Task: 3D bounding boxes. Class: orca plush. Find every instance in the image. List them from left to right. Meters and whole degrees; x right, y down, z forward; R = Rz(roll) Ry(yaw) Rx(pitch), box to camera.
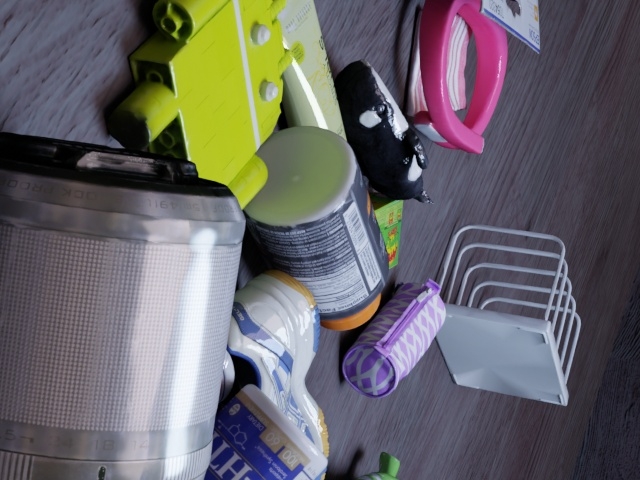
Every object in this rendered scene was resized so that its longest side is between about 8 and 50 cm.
[{"bbox_3d":[0.049,-0.102,1.555,0.102,0.151,0.287,-37,164,-4],"label":"orca plush"}]

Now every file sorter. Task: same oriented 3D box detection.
[{"bbox_3d":[0.302,0.116,2.095,0.278,0.192,0.173,62,41,-56],"label":"file sorter"}]

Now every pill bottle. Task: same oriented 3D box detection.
[{"bbox_3d":[-0.094,0.238,1.250,0.186,0.112,0.112,-45,149,-8],"label":"pill bottle"},{"bbox_3d":[0.000,0.000,1.406,0.246,0.130,0.130,69,39,-53],"label":"pill bottle"}]

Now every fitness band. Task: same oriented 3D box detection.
[{"bbox_3d":[0.194,-0.233,1.789,0.291,0.054,0.209,21,79,-66],"label":"fitness band"}]

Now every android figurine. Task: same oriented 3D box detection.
[{"bbox_3d":[-0.098,-0.136,1.214,0.273,0.056,0.248,-51,145,-45],"label":"android figurine"}]

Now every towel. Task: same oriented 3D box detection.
[{"bbox_3d":[0.169,-0.247,1.822,0.197,0.029,0.144,-18,115,-64],"label":"towel"}]

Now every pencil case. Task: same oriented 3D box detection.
[{"bbox_3d":[0.104,0.129,1.759,0.088,0.086,0.206,-53,177,37],"label":"pencil case"}]

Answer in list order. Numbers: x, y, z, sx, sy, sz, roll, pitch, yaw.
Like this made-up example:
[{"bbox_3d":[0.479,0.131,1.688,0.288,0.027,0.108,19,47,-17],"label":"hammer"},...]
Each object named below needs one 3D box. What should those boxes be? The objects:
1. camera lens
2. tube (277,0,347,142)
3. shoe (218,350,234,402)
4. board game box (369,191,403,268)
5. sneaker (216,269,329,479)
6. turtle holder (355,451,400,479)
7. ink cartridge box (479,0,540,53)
[{"bbox_3d":[-0.175,0.071,0.908,0.219,0.219,0.274,-3,103,-67],"label":"camera lens"},{"bbox_3d":[-0.013,-0.156,1.403,0.070,0.062,0.240,-114,-172,-53],"label":"tube"},{"bbox_3d":[-0.137,0.105,1.222,0.081,0.063,0.178,-56,143,-41],"label":"shoe"},{"bbox_3d":[0.048,0.002,1.629,0.181,0.043,0.092,-26,124,-62],"label":"board game box"},{"bbox_3d":[-0.073,0.176,1.382,0.131,0.112,0.296,-32,129,-39],"label":"sneaker"},{"bbox_3d":[0.119,0.435,1.748,0.227,0.243,0.320,-55,161,-11],"label":"turtle holder"},{"bbox_3d":[0.228,-0.436,1.762,0.324,0.071,0.330,6,84,-68],"label":"ink cartridge box"}]
